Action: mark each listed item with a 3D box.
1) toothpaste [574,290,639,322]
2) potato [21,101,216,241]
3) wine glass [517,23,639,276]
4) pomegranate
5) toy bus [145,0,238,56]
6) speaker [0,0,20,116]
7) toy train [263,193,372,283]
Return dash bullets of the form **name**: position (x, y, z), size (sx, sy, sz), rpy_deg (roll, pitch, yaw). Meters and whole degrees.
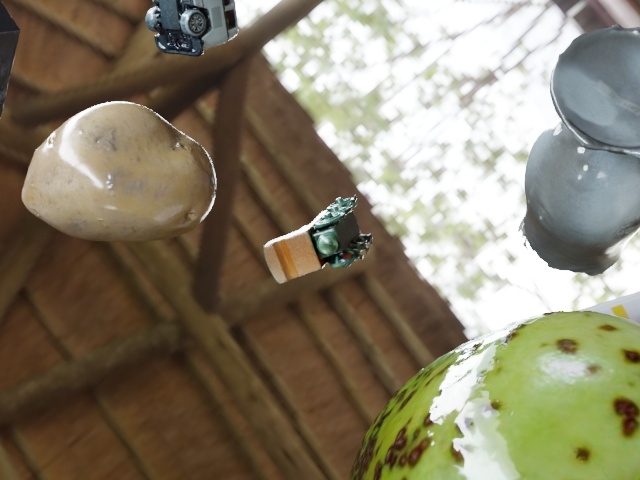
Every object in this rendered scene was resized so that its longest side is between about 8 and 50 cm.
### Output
- **toothpaste**: position (0.201, 0.042, 0.865), size (0.031, 0.190, 0.048), rpy_deg (-123, 24, -45)
- **potato**: position (-0.152, -0.050, 1.129), size (0.147, 0.112, 0.112), rpy_deg (5, -149, -21)
- **wine glass**: position (0.196, -0.051, 1.035), size (0.103, 0.103, 0.222), rpy_deg (55, 167, 22)
- **pomegranate**: position (0.149, 0.118, 0.590), size (0.222, 0.276, 0.204), rpy_deg (67, -175, -63)
- **toy bus**: position (-0.148, -0.309, 1.651), size (0.087, 0.089, 0.194), rpy_deg (13, 116, 46)
- **speaker**: position (-0.403, -0.179, 1.700), size (0.044, 0.218, 0.082), rpy_deg (-13, -128, -37)
- **toy train**: position (0.000, 0.000, 1.092), size (0.103, 0.064, 0.044), rpy_deg (-46, -66, -74)
